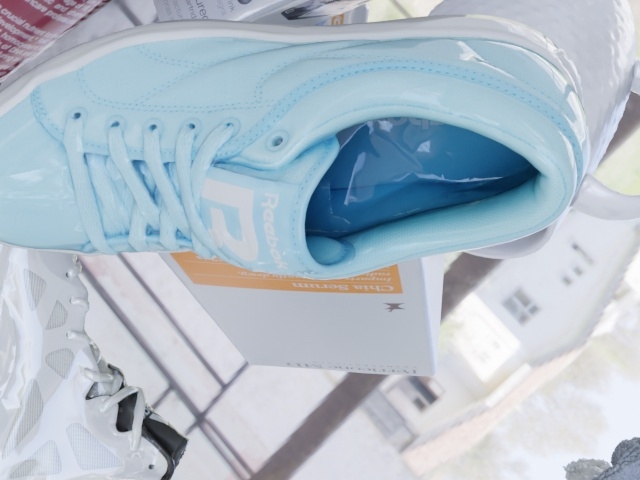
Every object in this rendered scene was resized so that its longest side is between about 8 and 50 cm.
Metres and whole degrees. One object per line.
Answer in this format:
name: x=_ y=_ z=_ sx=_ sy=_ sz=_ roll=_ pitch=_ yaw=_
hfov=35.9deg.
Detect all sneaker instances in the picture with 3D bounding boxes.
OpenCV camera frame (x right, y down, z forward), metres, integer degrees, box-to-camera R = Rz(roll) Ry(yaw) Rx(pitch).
sneaker: x=-0.041 y=-0.043 z=0.521 sx=0.366 sy=0.135 sz=0.150 roll=-10 pitch=-155 yaw=10
sneaker: x=-0.246 y=0.119 z=1.019 sx=0.169 sy=0.258 sz=0.447 roll=173 pitch=-69 yaw=-82

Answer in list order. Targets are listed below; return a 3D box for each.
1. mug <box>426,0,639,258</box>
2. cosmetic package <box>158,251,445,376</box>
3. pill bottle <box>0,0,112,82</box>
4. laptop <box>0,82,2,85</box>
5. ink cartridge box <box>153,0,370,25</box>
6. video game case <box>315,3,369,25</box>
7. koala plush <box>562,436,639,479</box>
mug: x=0.274 y=-0.164 z=1.196 sx=0.328 sy=0.374 sz=0.276 roll=-53 pitch=164 yaw=-25
cosmetic package: x=0.000 y=0.000 z=0.966 sx=0.453 sy=0.230 sz=0.161 roll=67 pitch=26 yaw=-67
pill bottle: x=-0.246 y=-0.277 z=0.789 sx=0.392 sy=0.224 sz=0.224 roll=-32 pitch=169 yaw=13
laptop: x=-0.788 y=-0.393 z=1.842 sx=0.382 sy=0.236 sz=0.408 roll=22 pitch=102 yaw=-28
ink cartridge box: x=-0.025 y=-0.335 z=0.962 sx=0.307 sy=0.223 sz=0.129 roll=-18 pitch=178 yaw=22
video game case: x=-0.089 y=-0.183 z=1.364 sx=0.036 sy=0.329 sz=0.299 roll=-1 pitch=101 yaw=-51
koala plush: x=0.367 y=0.351 z=1.220 sx=0.203 sy=0.196 sz=0.221 roll=-34 pitch=173 yaw=11
